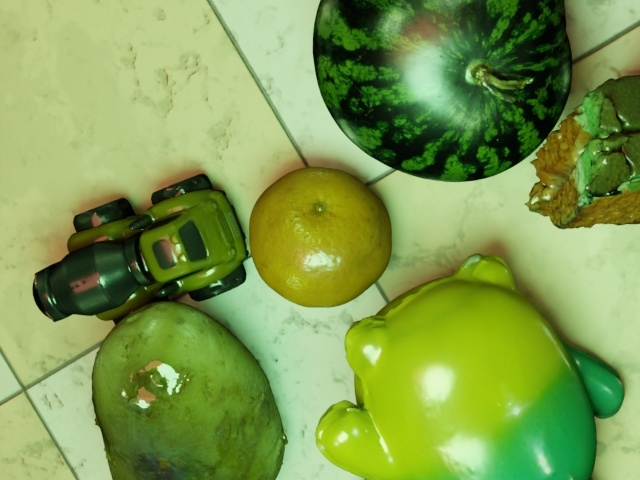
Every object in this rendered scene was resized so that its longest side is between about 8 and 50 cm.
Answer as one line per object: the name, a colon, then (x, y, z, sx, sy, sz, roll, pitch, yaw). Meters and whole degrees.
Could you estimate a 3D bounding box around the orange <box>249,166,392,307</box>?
orange: (0.000, 0.000, 1.524, 0.159, 0.159, 0.136, 27, 152, 13)

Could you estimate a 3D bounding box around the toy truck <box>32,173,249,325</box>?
toy truck: (-0.204, 0.023, 1.593, 0.224, 0.165, 0.147, -18, 95, 24)

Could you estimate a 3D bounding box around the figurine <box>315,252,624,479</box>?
figurine: (0.167, 0.193, 1.446, 0.323, 0.231, 0.340, -32, 105, -15)

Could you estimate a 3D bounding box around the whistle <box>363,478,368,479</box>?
whistle: (0.100, 0.264, 1.591, 0.126, 0.067, 0.258, 4, 101, 12)

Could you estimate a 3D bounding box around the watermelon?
watermelon: (0.118, -0.190, 1.371, 0.269, 0.269, 0.269, 5, 105, 20)

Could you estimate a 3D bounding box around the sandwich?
sandwich: (0.311, -0.080, 1.342, 0.212, 0.292, 0.109, 146, 113, -63)

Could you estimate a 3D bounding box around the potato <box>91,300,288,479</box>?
potato: (-0.153, 0.201, 1.588, 0.210, 0.173, 0.307, -2, 131, 15)
